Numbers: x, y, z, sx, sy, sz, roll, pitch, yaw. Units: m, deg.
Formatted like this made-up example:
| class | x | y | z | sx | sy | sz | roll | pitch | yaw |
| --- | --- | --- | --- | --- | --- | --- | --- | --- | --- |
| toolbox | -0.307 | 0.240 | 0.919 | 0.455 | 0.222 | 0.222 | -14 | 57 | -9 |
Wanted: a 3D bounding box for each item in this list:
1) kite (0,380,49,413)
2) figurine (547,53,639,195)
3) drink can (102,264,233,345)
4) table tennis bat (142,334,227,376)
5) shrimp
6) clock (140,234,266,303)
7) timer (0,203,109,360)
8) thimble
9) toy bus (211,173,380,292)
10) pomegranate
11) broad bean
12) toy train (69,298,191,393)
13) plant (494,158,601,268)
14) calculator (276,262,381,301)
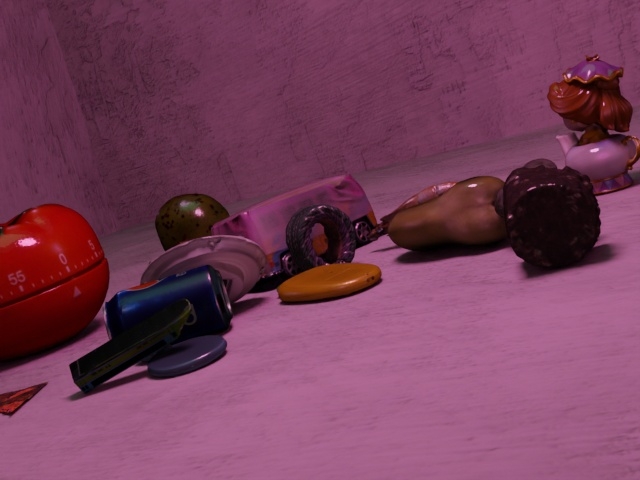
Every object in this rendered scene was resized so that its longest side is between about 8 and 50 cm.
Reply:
| class | x | y | z | sx | sy | sz | roll | pitch | yaw |
| --- | --- | --- | --- | --- | --- | --- | --- | --- | --- |
| kite | -0.503 | 0.256 | 1.572 | 0.125 | 0.008 | 0.222 | -24 | 11 | -41 |
| figurine | 0.529 | -0.226 | 1.836 | 0.142 | 0.263 | 0.189 | -22 | 12 | -39 |
| drink can | -0.257 | 0.121 | 1.611 | 0.205 | 0.118 | 0.118 | -18 | 9 | -3 |
| table tennis bat | -0.228 | 0.176 | 1.486 | 0.124 | 0.033 | 0.201 | -27 | 14 | -39 |
| shrimp | 0.215 | -0.050 | 1.878 | 0.145 | 0.059 | 0.254 | 20 | -38 | -36 |
| clock | -0.206 | 0.077 | 1.723 | 0.236 | 0.053 | 0.236 | -13 | -31 | -8 |
| timer | -0.626 | 0.091 | 1.961 | 0.378 | 0.279 | 0.378 | -17 | 10 | 3 |
| thimble | 0.001 | -0.003 | 1.840 | 0.118 | 0.135 | 0.090 | -24 | 10 | -19 |
| toy bus | -0.044 | -0.027 | 2.004 | 0.171 | 0.162 | 0.386 | -9 | 11 | 45 |
| pomegranate | -0.328 | -0.010 | 2.426 | 0.202 | 0.202 | 0.248 | -13 | 38 | 25 |
| broad bean | 0.238 | -0.044 | 1.717 | 0.189 | 0.121 | 0.263 | -11 | 1 | -43 |
| toy train | -0.284 | 0.163 | 1.471 | 0.209 | 0.042 | 0.044 | -30 | 42 | -4 |
| plant | 0.350 | -0.049 | 1.467 | 0.146 | 0.149 | 0.274 | 0 | 13 | 6 |
| calculator | 0.008 | 0.073 | 1.689 | 0.146 | 0.032 | 0.235 | -24 | 13 | -41 |
